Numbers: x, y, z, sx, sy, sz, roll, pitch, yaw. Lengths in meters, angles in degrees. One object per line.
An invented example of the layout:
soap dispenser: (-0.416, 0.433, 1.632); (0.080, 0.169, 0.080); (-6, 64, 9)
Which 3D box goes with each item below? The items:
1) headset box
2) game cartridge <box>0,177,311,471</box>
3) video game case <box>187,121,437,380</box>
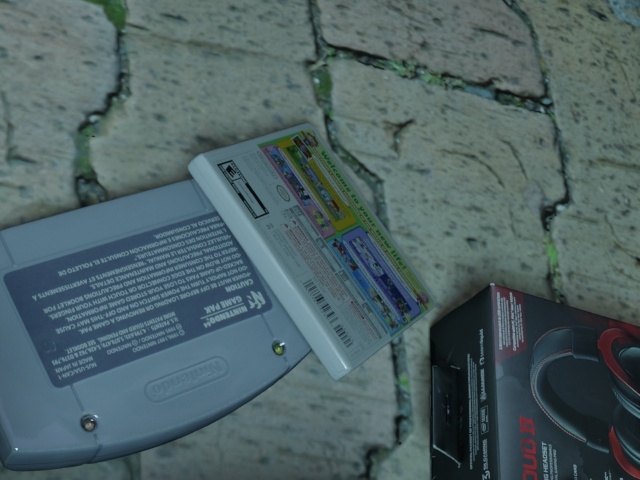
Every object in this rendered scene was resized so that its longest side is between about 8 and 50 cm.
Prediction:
headset box: (0.220, 0.178, 0.966); (0.293, 0.110, 0.218); (17, 56, -20)
game cartridge: (-0.141, 0.061, 0.872); (0.294, 0.060, 0.196); (-18, 69, -36)
video game case: (0.000, 0.000, 0.956); (0.212, 0.023, 0.193); (55, 30, 5)
